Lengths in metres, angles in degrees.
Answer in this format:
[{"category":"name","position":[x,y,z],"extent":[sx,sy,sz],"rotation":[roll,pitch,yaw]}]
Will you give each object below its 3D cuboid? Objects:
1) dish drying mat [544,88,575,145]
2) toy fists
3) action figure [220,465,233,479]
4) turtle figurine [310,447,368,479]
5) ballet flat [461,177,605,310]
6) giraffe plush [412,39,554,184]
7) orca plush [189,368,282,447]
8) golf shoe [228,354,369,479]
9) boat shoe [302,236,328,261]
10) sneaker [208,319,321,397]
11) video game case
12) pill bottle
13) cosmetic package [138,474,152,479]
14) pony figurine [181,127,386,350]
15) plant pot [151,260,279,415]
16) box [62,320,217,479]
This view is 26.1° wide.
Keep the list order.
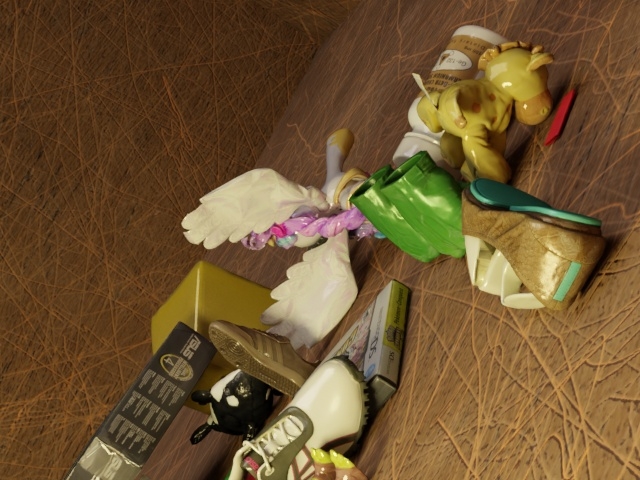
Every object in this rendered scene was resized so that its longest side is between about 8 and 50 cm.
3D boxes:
[{"category":"dish drying mat","position":[0.314,-0.160,1.802],"extent":[0.032,0.008,0.083],"rotation":[-42,19,56]},{"category":"toy fists","position":[0.142,-0.043,1.884],"extent":[0.096,0.142,0.279],"rotation":[-45,8,-15]},{"category":"action figure","position":[-0.158,0.410,2.129],"extent":[0.232,0.063,0.137],"rotation":[-54,7,-3]},{"category":"turtle figurine","position":[-0.031,0.354,1.645],"extent":[0.217,0.087,0.269],"rotation":[-52,1,-16]},{"category":"ballet flat","position":[0.220,0.010,1.529],"extent":[0.342,0.116,0.124],"rotation":[-139,63,-75]},{"category":"giraffe plush","position":[0.236,-0.189,1.859],"extent":[0.170,0.210,0.181],"rotation":[-35,42,-6]},{"category":"orca plush","position":[-0.147,0.302,2.279],"extent":[0.287,0.151,0.102],"rotation":[-38,53,50]},{"category":"golf shoe","position":[-0.036,0.267,1.763],"extent":[0.105,0.120,0.272],"rotation":[39,106,34]},{"category":"boat shoe","position":[0.000,0.000,2.642],"extent":[0.142,0.040,0.049],"rotation":[-45,16,46]},{"category":"sneaker","position":[-0.086,0.174,2.159],"extent":[0.071,0.188,0.066],"rotation":[-48,-12,-39]},{"category":"video game case","position":[0.026,0.214,1.928],"extent":[0.275,0.035,0.248],"rotation":[-51,13,28]},{"category":"pill bottle","position":[0.205,-0.193,2.047],"extent":[0.229,0.131,0.131],"rotation":[-60,11,-12]},{"category":"cosmetic package","position":[-0.349,0.569,2.067],"extent":[0.284,0.097,0.377],"rotation":[-54,8,26]},{"category":"pony figurine","position":[-0.020,-0.035,2.262],"extent":[0.351,0.302,0.363],"rotation":[-37,16,0]},{"category":"plant pot","position":[-0.182,0.199,2.492],"extent":[0.212,0.212,0.187],"rotation":[-48,26,40]},{"category":"box","position":[-0.331,0.343,2.238],"extent":[0.318,0.097,0.395],"rotation":[-56,2,26]}]
